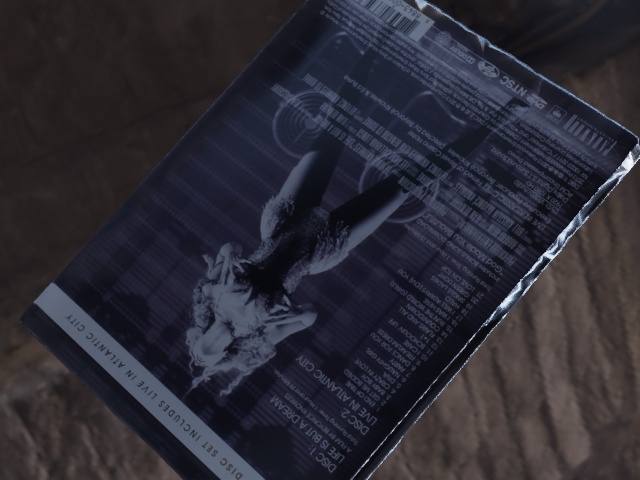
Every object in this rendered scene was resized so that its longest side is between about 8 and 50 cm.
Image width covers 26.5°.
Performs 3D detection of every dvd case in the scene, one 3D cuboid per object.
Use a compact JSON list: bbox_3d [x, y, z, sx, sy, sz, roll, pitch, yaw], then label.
[{"bbox_3d":[0.000,0.000,0.568,0.164,0.221,0.018,38,-7,27],"label":"dvd case"}]
